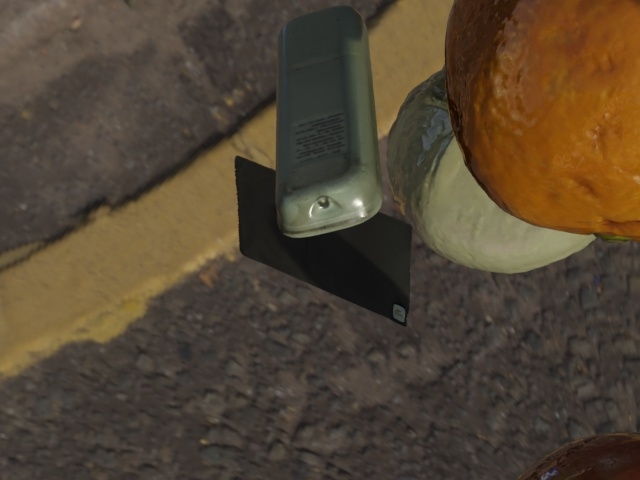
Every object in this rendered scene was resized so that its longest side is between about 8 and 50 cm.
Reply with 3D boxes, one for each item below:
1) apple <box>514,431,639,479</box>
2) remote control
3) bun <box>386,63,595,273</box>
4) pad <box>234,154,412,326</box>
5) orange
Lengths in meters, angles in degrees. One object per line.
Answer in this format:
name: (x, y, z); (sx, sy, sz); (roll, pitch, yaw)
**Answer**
apple: (0.370, 0.390, 1.647); (0.348, 0.348, 0.277); (38, 64, 20)
remote control: (0.002, -0.111, 1.168); (0.090, 0.038, 0.309); (-15, 37, 9)
bun: (0.231, -0.144, 1.563); (0.361, 0.213, 0.361); (-29, 34, 22)
pad: (0.000, 0.000, 1.243); (0.193, 0.116, 0.004); (24, 43, 28)
orange: (0.208, -0.112, 0.885); (0.261, 0.261, 0.261); (-4, 74, 13)
